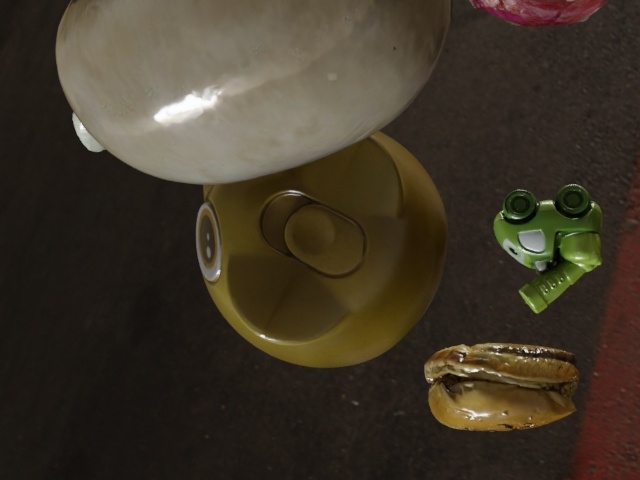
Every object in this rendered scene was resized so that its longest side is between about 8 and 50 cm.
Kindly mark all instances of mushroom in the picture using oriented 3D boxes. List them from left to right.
[{"bbox_3d":[-0.041,-0.131,0.471,0.204,0.204,0.204,-27,50,37],"label":"mushroom"}]

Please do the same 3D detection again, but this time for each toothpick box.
[{"bbox_3d":[0.000,0.000,1.489,0.409,0.409,0.425,-63,-5,-1],"label":"toothpick box"}]

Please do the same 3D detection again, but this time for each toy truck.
[{"bbox_3d":[0.422,0.005,1.653,0.187,0.148,0.210,-21,70,6],"label":"toy truck"}]

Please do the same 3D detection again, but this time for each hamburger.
[{"bbox_3d":[0.374,0.306,1.910,0.304,0.284,0.174,132,139,-74],"label":"hamburger"}]

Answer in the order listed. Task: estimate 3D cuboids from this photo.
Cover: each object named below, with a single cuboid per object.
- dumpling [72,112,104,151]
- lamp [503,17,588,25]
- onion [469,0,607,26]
[{"bbox_3d":[-0.240,-0.203,1.165,0.162,0.132,0.250,-53,1,-33],"label":"dumpling"},{"bbox_3d":[0.378,-0.401,1.563,0.163,0.091,0.091,21,84,25],"label":"lamp"},{"bbox_3d":[0.189,-0.321,0.870,0.190,0.246,0.246,-48,37,-10],"label":"onion"}]
